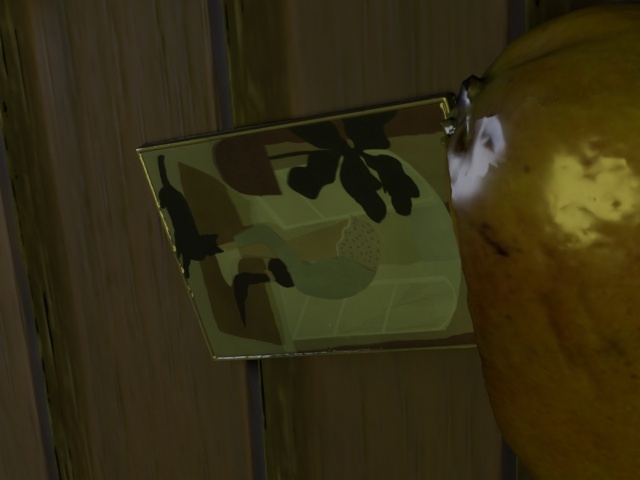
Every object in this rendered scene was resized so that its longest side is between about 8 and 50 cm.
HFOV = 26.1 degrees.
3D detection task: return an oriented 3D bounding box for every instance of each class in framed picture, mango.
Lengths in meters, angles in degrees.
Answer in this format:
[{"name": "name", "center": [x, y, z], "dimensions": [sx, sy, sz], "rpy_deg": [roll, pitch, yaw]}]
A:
[{"name": "framed picture", "center": [0.000, 0.000, 0.738], "dimensions": [0.201, 0.010, 0.136], "rpy_deg": [-6, 110, 35]}, {"name": "mango", "center": [0.140, 0.027, 0.591], "dimensions": [0.167, 0.130, 0.262], "rpy_deg": [1, 121, 23]}]
